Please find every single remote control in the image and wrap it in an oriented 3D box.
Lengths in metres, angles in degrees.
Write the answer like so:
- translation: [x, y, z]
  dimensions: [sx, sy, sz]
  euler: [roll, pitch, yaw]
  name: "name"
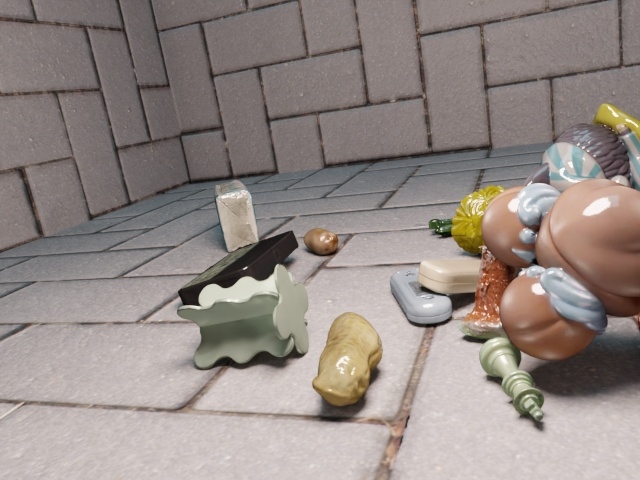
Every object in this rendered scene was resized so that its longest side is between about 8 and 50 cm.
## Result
- translation: [0.196, 0.105, 1.100]
  dimensions: [0.087, 0.047, 0.244]
  euler: [-12, 14, -2]
  name: "remote control"

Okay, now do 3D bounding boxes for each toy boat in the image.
- translation: [0.411, -0.050, 1.550]
  dimensions: [0.210, 0.052, 0.104]
  euler: [-10, 12, 3]
  name: "toy boat"

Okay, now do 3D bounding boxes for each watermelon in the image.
- translation: [0.319, 0.094, 0.920]
  dimensions: [0.121, 0.158, 0.098]
  euler: [14, -1, -34]
  name: "watermelon"

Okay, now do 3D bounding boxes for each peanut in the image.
- translation: [0.042, 0.175, 0.841]
  dimensions: [0.100, 0.099, 0.214]
  euler: [-5, 13, 17]
  name: "peanut"
- translation: [0.000, 0.000, 1.581]
  dimensions: [0.076, 0.076, 0.152]
  euler: [-16, 11, -23]
  name: "peanut"

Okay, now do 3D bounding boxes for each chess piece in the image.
- translation: [0.261, 0.191, 0.731]
  dimensions: [0.059, 0.059, 0.149]
  euler: [-9, 21, 1]
  name: "chess piece"

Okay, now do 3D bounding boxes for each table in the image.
- translation: [-0.139, 0.140, 0.988]
  dimensions: [0.198, 0.166, 0.166]
  euler: [-13, 13, 18]
  name: "table"

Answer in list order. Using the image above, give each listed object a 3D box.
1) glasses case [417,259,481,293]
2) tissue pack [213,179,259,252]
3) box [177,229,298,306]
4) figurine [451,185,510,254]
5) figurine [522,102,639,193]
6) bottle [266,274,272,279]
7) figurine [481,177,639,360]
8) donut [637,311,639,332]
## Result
- translation: [0.278, 0.069, 1.079]
  dimensions: [0.196, 0.050, 0.083]
  euler: [2, 14, -33]
  name: "glasses case"
- translation: [-0.287, -0.088, 1.856]
  dimensions: [0.124, 0.201, 0.271]
  euler: [-9, 16, -11]
  name: "tissue pack"
- translation: [-0.199, 0.067, 1.406]
  dimensions: [0.211, 0.058, 0.350]
  euler: [-19, 11, 21]
  name: "box"
- translation: [0.437, -0.021, 1.187]
  dimensions: [0.187, 0.168, 0.315]
  euler: [-2, 11, -11]
  name: "figurine"
- translation: [0.746, -0.131, 1.492]
  dimensions: [0.378, 0.266, 0.361]
  euler: [-42, 46, -1]
  name: "figurine"
- translation: [-0.096, 0.119, 1.216]
  dimensions: [0.060, 0.060, 0.217]
  euler: [-11, 13, -8]
  name: "bottle"
- translation: [0.452, 0.023, 0.778]
  dimensions: [0.388, 0.248, 0.276]
  euler: [9, 50, -11]
  name: "figurine"
- translation: [0.438, 0.154, 0.589]
  dimensions: [0.085, 0.141, 0.217]
  euler: [-25, 27, -2]
  name: "donut"
